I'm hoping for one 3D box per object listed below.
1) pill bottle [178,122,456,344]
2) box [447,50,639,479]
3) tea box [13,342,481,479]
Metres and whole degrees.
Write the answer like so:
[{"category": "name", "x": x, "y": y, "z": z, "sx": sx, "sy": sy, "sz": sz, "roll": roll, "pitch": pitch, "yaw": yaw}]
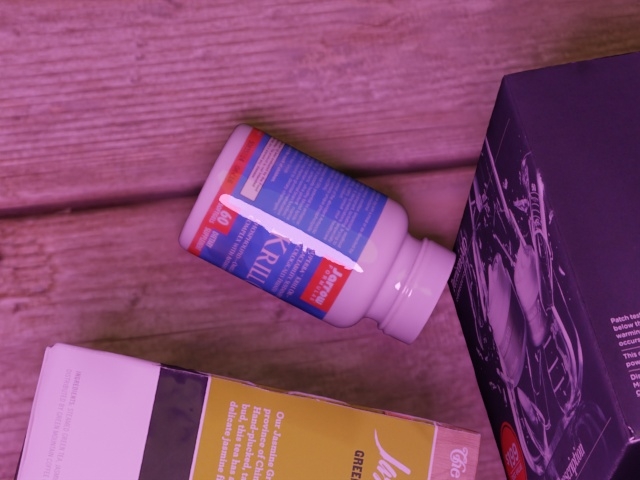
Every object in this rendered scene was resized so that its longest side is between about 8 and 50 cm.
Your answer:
[{"category": "pill bottle", "x": 0.000, "y": 0.000, "z": 1.636, "sx": 0.221, "sy": 0.124, "sz": 0.124, "roll": 27, "pitch": 71, "yaw": -1}, {"category": "box", "x": 0.242, "y": 0.070, "z": 1.516, "sx": 0.179, "sy": 0.343, "sz": 0.312, "roll": -9, "pitch": 62, "yaw": -10}, {"category": "tea box", "x": -0.082, "y": 0.245, "z": 1.442, "sx": 0.323, "sy": 0.329, "sz": 0.220, "roll": 13, "pitch": 72, "yaw": -8}]
